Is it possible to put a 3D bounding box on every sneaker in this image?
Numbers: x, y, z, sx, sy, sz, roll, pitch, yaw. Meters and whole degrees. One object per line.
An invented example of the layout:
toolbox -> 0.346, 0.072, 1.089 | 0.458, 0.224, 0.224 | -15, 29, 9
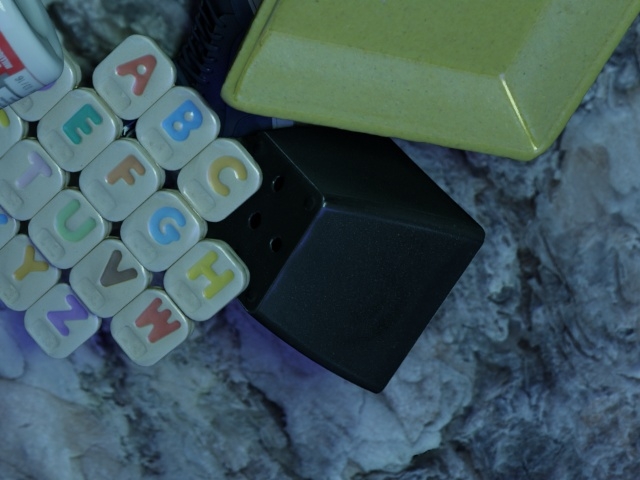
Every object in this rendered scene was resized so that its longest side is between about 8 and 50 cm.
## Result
sneaker -> -0.114, -0.156, 1.285 | 0.163, 0.086, 0.226 | -18, 141, -7

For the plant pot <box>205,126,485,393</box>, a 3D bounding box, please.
plant pot -> 0.000, 0.000, 1.353 | 0.167, 0.188, 0.187 | 19, 111, -41

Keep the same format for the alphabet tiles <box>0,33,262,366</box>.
alphabet tiles -> -0.196, -0.032, 1.290 | 0.278, 0.021, 0.284 | -39, 91, 22

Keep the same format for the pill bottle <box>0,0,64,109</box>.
pill bottle -> -0.365, -0.139, 1.184 | 0.283, 0.161, 0.161 | -27, 123, 3

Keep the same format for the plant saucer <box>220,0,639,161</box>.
plant saucer -> 0.113, -0.233, 1.188 | 0.333, 0.081, 0.332 | 7, 129, -31
